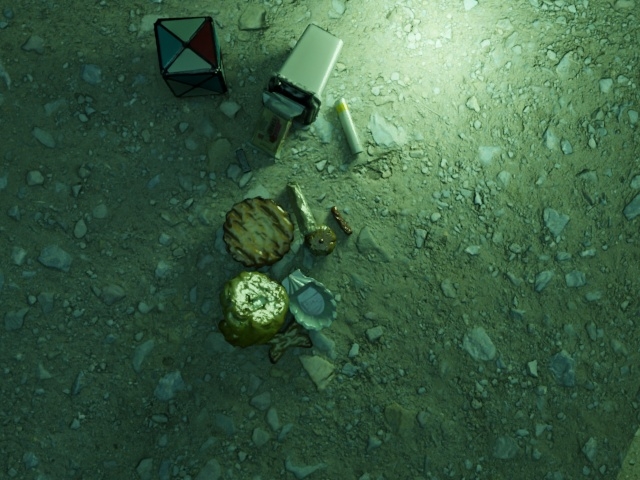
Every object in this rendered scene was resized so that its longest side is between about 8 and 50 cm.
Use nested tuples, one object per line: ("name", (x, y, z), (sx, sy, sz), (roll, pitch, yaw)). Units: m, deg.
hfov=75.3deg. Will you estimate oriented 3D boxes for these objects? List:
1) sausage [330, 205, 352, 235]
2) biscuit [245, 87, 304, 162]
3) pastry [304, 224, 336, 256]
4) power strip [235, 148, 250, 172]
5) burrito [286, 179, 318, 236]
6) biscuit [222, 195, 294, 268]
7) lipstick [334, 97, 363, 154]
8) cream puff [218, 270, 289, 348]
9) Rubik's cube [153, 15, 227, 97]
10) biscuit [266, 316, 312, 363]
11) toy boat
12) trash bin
("sausage", (0.096, -0.092, 1.941), (0.036, 0.042, 0.158), (-33, 90, 39))
("biscuit", (-0.212, -0.503, 1.827), (0.186, 0.309, 0.079), (30, 48, -5))
("pastry", (0.000, -0.001, 1.907), (0.153, 0.081, 0.153), (0, 76, -1))
("power strip", (-0.355, -0.365, 1.910), (0.037, 0.029, 0.111), (-20, 88, -5))
("burrito", (-0.093, -0.149, 1.889), (0.082, 0.059, 0.275), (-21, 73, -7))
("biscuit", (-0.280, -0.036, 1.873), (0.325, 0.107, 0.326), (0, 91, -7))
("lipstick", (0.133, -0.530, 1.942), (0.059, 0.059, 0.264), (-19, 91, -5))
("cream puff", (-0.308, 0.313, 1.805), (0.291, 0.257, 0.324), (3, 48, -33))
("Rubik's cube", (-0.553, -0.783, 1.794), (0.248, 0.246, 0.250), (-8, 89, -5))
("biscuit", (-0.159, 0.452, 1.899), (0.207, 0.047, 0.164), (-24, 92, -5))
("toy boat", (-0.053, 0.270, 1.886), (0.199, 0.100, 0.290), (-36, 93, -5))
("trash bin", (-0.058, -0.738, 1.826), (0.255, 0.296, 0.368), (27, 81, -3))
